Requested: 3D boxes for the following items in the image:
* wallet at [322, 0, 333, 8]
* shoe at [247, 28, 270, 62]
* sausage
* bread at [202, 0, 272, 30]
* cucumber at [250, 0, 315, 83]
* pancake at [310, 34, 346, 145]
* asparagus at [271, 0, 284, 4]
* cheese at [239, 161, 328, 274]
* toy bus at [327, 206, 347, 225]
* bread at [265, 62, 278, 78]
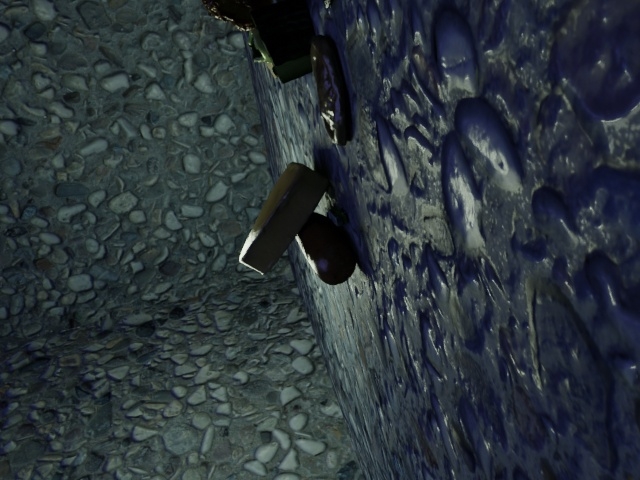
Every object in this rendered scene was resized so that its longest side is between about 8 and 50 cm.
[{"bbox_3d":[0.007,-0.488,1.087,0.129,0.026,0.088,124,132,-81],"label":"wallet"},{"bbox_3d":[-0.160,-0.612,1.824,0.262,0.128,0.140,-154,56,-74],"label":"shoe"},{"bbox_3d":[-0.002,-0.002,1.746,0.136,0.123,0.501,55,180,-19],"label":"sausage"},{"bbox_3d":[-0.217,-0.689,1.628,0.246,0.232,0.135,37,-155,-47],"label":"bread"},{"bbox_3d":[-0.089,-0.491,1.464,0.191,0.130,0.191,165,90,-88],"label":"cucumber"},{"bbox_3d":[0.016,-0.320,1.293,0.222,0.042,0.236,-110,10,-54],"label":"pancake"},{"bbox_3d":[-0.102,-0.620,1.564,0.067,0.060,0.278,-91,-10,-75],"label":"asparagus"},{"bbox_3d":[-0.099,-0.119,1.835,0.384,0.104,0.384,-56,12,19],"label":"cheese"},{"bbox_3d":[0.047,-0.063,1.568,0.083,0.037,0.031,-123,20,-68],"label":"toy bus"},{"bbox_3d":[-0.170,-0.650,2.133,0.129,0.044,0.126,94,154,-60],"label":"bread"}]
